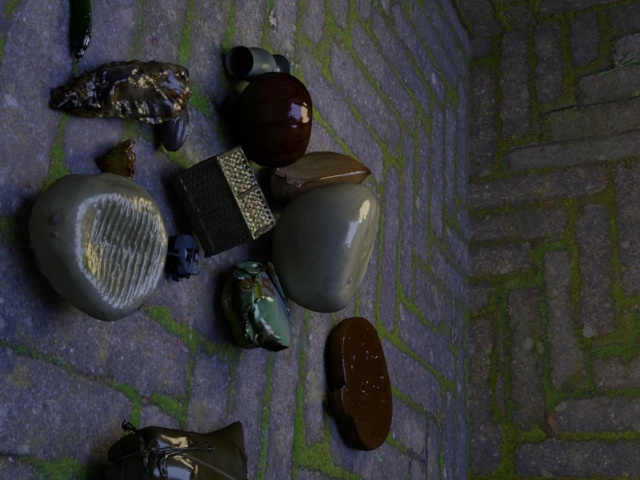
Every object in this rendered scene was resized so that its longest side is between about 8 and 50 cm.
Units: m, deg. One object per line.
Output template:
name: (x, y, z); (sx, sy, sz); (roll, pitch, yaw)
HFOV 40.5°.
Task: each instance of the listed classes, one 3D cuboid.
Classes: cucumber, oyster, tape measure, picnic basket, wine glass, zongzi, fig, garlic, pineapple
cucumber: (-0.444, -0.402, 1.621); (0.037, 0.037, 0.155); (21, 65, -62)
oyster: (-0.367, -0.281, 1.664); (0.345, 0.079, 0.128); (-19, 106, -53)
tape measure: (-0.289, 0.035, 1.810); (0.091, 0.054, 0.094); (-26, 109, -70)
picnic basket: (-0.216, -0.079, 1.852); (0.196, 0.154, 0.134); (66, 23, -9)
wine glass: (-0.156, -0.436, 2.175); (0.202, 0.093, 0.092); (-8, 91, -68)
zongzi: (-0.273, 0.388, 1.648); (0.418, 0.182, 0.447); (-89, 155, -53)
fig: (-0.117, -0.294, 2.102); (0.235, 0.215, 0.234); (-13, 90, -79)
garlic: (-0.038, -0.167, 2.255); (0.339, 0.196, 0.151); (-5, 80, -46)
pineapple: (-0.386, -0.159, 1.666); (0.114, 0.077, 0.114); (-85, -171, -48)

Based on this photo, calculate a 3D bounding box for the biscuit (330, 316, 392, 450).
biscuit: (0.105, 0.421, 2.526); (0.350, 0.070, 0.394); (-15, 96, -63)

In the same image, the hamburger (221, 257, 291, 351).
hamburger: (-0.155, 0.162, 1.984); (0.214, 0.125, 0.235); (58, 30, -31)

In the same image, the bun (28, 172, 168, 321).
bun: (-0.387, 0.001, 1.497); (0.259, 0.160, 0.259); (2, 88, -49)

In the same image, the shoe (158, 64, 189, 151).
shoe: (-0.324, -0.281, 1.819); (0.077, 0.074, 0.194); (12, 74, -41)

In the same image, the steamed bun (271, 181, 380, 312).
steamed bun: (0.000, 0.000, 2.157); (0.312, 0.233, 0.333); (73, 36, -67)
